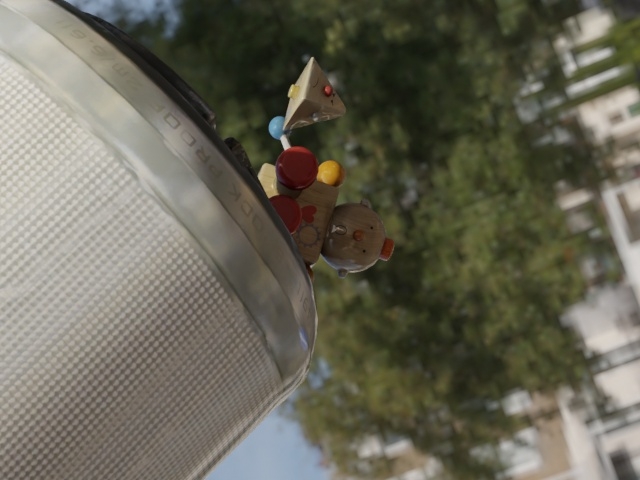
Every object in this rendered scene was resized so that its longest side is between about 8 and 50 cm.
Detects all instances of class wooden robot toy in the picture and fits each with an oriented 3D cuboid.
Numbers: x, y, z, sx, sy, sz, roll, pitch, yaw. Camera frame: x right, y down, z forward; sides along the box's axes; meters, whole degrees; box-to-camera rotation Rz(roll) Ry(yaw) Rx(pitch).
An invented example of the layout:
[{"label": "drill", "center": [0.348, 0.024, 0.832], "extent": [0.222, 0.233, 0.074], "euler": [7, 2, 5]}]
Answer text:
[{"label": "wooden robot toy", "center": [0.000, 0.000, 0.852], "extent": [0.076, 0.079, 0.173], "euler": [153, 135, -75]}]

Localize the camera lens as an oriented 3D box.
[{"label": "camera lens", "center": [-0.154, 0.050, 0.668], "extent": [0.219, 0.274, 0.219], "euler": [40, 162, 16]}]
